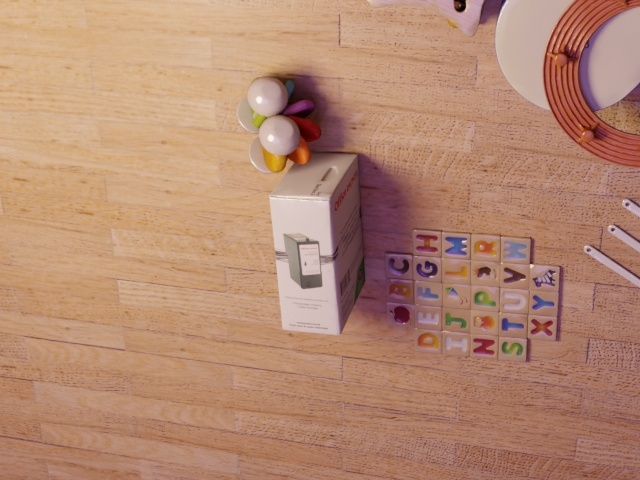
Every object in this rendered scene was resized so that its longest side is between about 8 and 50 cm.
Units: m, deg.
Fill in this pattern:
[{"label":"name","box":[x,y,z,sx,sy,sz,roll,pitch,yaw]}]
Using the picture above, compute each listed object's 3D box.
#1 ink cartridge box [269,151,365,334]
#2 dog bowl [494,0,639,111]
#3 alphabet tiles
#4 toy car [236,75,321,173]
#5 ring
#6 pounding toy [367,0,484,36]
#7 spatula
[{"label":"ink cartridge box","box":[0.000,0.000,2.130,0.121,0.211,0.289,4,119,16]},{"label":"dog bowl","box":[0.425,-0.348,1.869,0.265,0.104,0.265,7,121,12]},{"label":"alphabet tiles","box":[0.297,0.111,2.222,0.342,0.011,0.285,5,120,14]},{"label":"toy car","box":[-0.069,-0.219,2.068,0.136,0.159,0.182,-14,80,-18]},{"label":"ring","box":[0.526,-0.267,1.800,0.336,0.032,0.336,7,118,14]},{"label":"pounding toy","box":[0.156,-0.431,1.871,0.269,0.155,0.154,35,118,-5]},{"label":"spatula","box":[0.621,0.039,2.081,0.242,0.019,0.168,32,123,-3]}]
